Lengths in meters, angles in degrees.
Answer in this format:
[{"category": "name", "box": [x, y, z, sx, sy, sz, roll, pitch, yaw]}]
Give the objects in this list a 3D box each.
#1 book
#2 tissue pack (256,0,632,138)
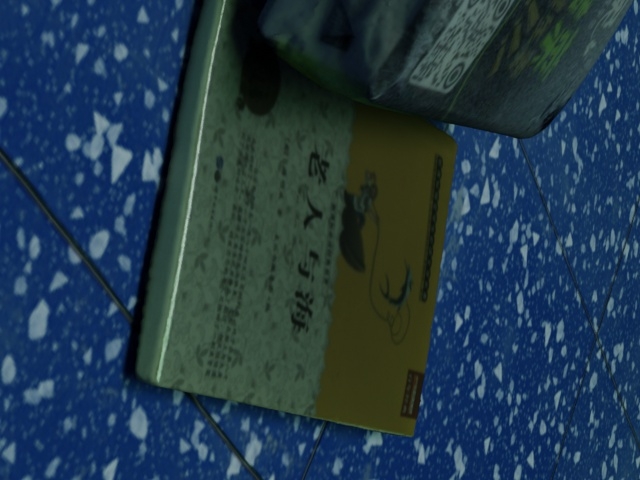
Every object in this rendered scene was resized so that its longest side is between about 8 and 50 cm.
[{"category": "book", "box": [0.000, 0.000, 1.100, 0.389, 0.032, 0.269, 21, 76, -59]}, {"category": "tissue pack", "box": [0.137, -0.223, 1.078, 0.288, 0.124, 0.394, -60, 160, 13]}]
